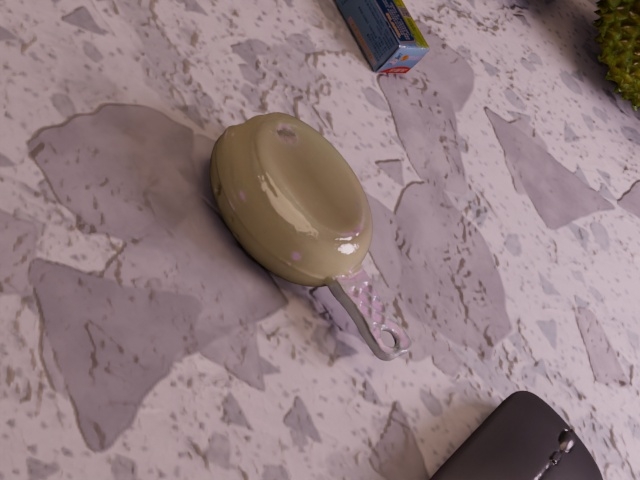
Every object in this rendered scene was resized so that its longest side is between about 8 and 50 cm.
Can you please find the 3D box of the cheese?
[{"bbox_3d":[0.000,0.000,1.215,0.137,0.064,0.227,-20,73,-49],"label":"cheese"}]

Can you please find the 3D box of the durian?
[{"bbox_3d":[0.438,-0.266,1.734,0.224,0.291,0.291,44,35,17],"label":"durian"}]

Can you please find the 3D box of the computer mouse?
[{"bbox_3d":[0.158,0.199,1.190,0.120,0.057,0.232,51,38,5],"label":"computer mouse"}]

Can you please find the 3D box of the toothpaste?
[{"bbox_3d":[0.047,-0.256,1.507,0.070,0.044,0.193,-5,61,-46],"label":"toothpaste"}]
